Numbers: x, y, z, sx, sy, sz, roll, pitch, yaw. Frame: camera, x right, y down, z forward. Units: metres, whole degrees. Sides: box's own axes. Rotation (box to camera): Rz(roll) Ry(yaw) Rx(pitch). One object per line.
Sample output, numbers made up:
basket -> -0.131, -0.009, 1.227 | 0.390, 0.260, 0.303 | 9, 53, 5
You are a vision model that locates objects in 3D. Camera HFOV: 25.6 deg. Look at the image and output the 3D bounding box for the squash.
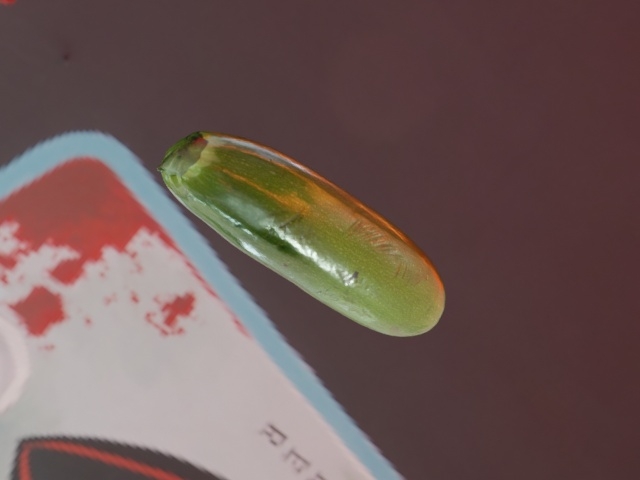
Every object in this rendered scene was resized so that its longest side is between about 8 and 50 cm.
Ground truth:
squash -> 0.002, 0.000, 1.064 | 0.082, 0.292, 0.082 | -27, -133, 33
